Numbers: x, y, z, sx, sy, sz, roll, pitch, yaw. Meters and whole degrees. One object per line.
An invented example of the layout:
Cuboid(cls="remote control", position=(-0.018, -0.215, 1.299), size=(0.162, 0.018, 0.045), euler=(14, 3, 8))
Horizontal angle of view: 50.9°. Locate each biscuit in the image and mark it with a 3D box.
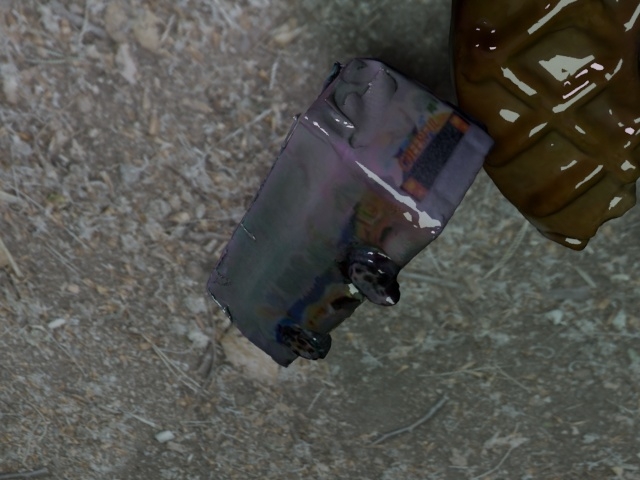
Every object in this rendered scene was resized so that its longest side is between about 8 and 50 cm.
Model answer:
Cuboid(cls="biscuit", position=(0.237, -0.168, 0.419), size=(0.268, 0.115, 0.366), euler=(41, 122, -16))

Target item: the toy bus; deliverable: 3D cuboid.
Cuboid(cls="toy bus", position=(0.000, 0.000, 0.545), size=(0.138, 0.112, 0.317), euler=(38, 145, -2))
